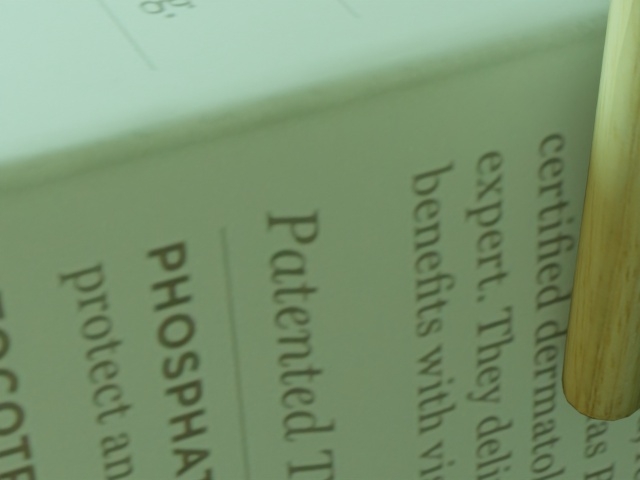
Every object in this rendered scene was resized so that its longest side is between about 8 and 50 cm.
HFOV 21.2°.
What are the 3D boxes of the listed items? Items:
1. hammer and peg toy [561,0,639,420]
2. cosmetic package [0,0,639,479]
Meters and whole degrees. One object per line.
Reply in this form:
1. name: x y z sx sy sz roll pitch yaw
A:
1. hammer and peg toy: 0.194 -0.003 0.304 0.361 0.127 0.266 40 149 23
2. cosmetic package: 0.000 0.000 0.592 0.329 0.393 0.327 -129 28 -49
